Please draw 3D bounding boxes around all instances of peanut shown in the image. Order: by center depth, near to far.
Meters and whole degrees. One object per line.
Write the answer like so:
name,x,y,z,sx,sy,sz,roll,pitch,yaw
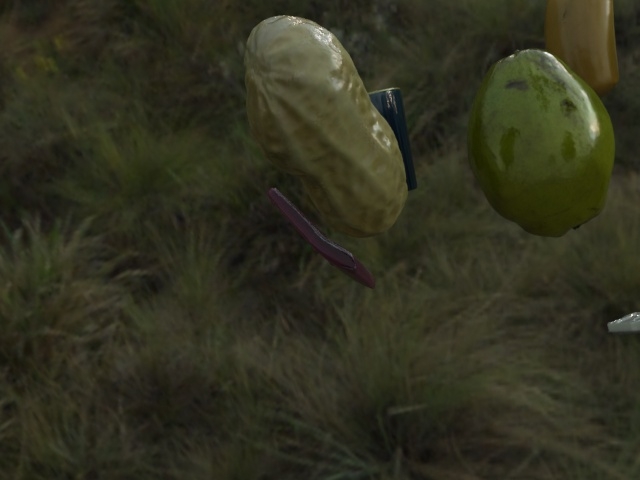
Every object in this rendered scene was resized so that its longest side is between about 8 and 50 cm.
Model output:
peanut,0.007,-0.128,1.328,0.152,0.313,0.152,-22,38,18

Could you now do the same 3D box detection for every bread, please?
bread,0.436,-0.344,1.853,0.098,0.217,0.147,-8,1,-19

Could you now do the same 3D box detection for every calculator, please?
calculator,0.000,0.000,1.594,0.190,0.126,0.034,43,92,22

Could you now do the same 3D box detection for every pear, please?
pear,0.310,-0.137,1.542,0.212,0.269,0.212,-19,4,1

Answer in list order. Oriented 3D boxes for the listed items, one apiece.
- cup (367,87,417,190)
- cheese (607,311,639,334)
cup,0.055,-0.133,1.638,0.176,0.155,0.131,-16,1,8
cheese,0.330,0.065,0.918,0.127,0.054,0.251,-22,2,-25
